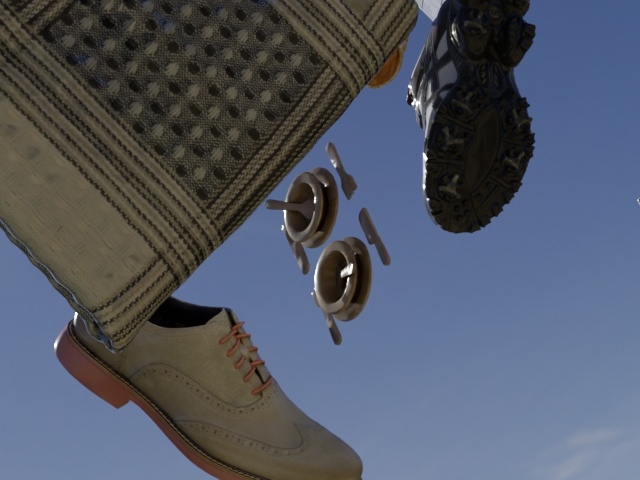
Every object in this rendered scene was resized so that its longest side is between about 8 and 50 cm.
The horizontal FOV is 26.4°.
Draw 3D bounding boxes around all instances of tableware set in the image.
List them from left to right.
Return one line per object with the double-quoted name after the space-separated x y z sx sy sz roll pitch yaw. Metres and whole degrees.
0.000 0.000 1.403 0.039 0.194 0.128 7 -51 -30 "tableware set"

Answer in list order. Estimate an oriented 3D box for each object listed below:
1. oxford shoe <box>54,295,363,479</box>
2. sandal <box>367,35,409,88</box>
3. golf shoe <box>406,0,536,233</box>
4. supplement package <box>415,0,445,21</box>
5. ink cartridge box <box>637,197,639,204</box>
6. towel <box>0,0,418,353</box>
-0.112 0.164 1.547 0.146 0.397 0.140 -63 -5 19 "oxford shoe"
0.033 -0.164 1.152 0.088 0.079 0.240 -10 13 23 "sandal"
0.101 -0.089 0.953 0.077 0.198 0.094 19 -22 -16 "golf shoe"
0.131 -0.405 1.542 0.199 0.263 0.198 -45 -4 -1 "supplement package"
0.388 -0.015 1.375 0.060 0.104 0.180 -35 -18 36 "ink cartridge box"
-0.119 -0.157 0.766 0.312 0.324 0.056 -48 18 -25 "towel"
